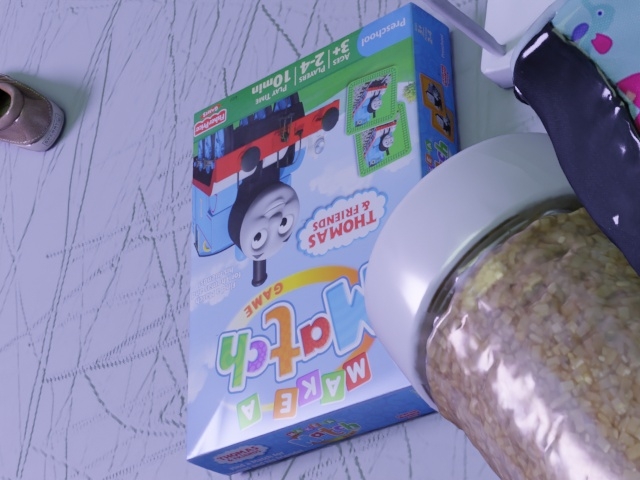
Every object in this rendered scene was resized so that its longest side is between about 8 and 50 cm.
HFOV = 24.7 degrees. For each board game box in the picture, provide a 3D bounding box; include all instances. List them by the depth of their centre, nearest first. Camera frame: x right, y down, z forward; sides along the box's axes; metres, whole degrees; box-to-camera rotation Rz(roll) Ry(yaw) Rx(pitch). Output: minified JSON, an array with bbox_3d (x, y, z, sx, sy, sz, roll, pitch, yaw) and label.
[{"bbox_3d":[0.000,0.000,0.757,0.160,0.039,0.211,-23,56,34],"label":"board game box"}]

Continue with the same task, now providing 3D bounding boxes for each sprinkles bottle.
[{"bbox_3d":[0.147,0.100,0.506,0.121,0.121,0.355,-51,44,12],"label":"sprinkles bottle"}]

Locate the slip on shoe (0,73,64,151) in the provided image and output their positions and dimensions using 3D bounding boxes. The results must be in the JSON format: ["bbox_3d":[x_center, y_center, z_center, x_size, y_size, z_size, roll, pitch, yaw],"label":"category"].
[{"bbox_3d":[-0.231,-0.094,1.024,0.135,0.041,0.051,24,87,47],"label":"slip on shoe"}]

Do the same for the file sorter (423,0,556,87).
[{"bbox_3d":[0.152,-0.213,0.623,0.278,0.173,0.193,-11,62,41],"label":"file sorter"}]

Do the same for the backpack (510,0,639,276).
[{"bbox_3d":[0.216,-0.066,0.444,0.253,0.225,0.191,-46,62,23],"label":"backpack"}]
